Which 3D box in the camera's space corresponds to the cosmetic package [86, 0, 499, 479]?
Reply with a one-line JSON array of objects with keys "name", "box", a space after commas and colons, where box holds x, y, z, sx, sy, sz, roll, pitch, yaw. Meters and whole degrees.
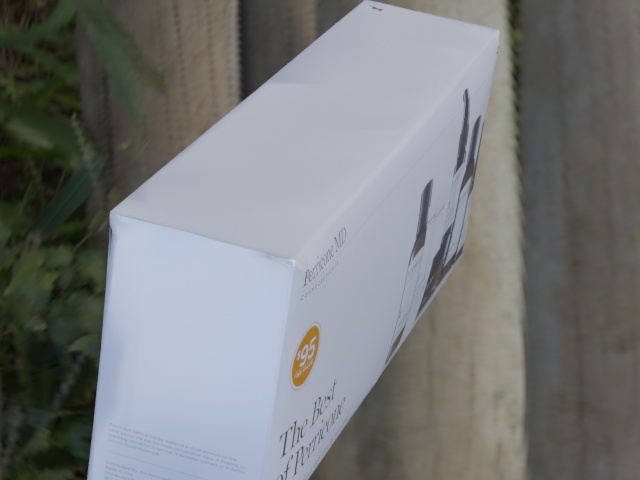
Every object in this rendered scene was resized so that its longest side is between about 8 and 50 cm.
[{"name": "cosmetic package", "box": [0.000, 0.000, 0.638, 0.060, 0.239, 0.099, 12, 115, 14]}]
